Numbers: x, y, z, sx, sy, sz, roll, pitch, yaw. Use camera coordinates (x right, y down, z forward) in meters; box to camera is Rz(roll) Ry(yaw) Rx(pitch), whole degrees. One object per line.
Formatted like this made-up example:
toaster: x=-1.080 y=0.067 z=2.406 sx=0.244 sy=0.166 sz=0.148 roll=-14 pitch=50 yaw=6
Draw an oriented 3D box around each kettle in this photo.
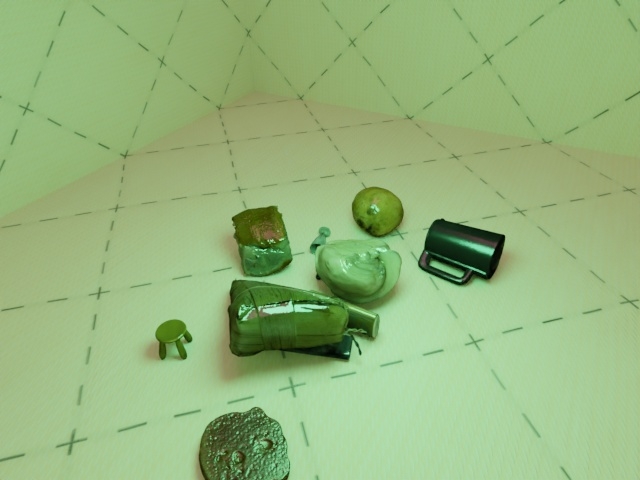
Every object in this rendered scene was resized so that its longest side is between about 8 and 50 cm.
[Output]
kettle: x=0.629 y=0.057 z=1.955 sx=0.307 sy=0.262 sz=0.203 roll=20 pitch=7 yaw=31

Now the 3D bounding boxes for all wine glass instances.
wine glass: x=0.000 y=0.000 z=2.117 sx=0.073 sy=0.073 sz=0.155 roll=7 pitch=35 yaw=11

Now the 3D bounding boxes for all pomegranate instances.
pomegranate: x=0.279 y=-0.148 z=2.164 sx=0.260 sy=0.261 sz=0.260 roll=-1 pitch=37 yaw=1

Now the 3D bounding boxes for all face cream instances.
face cream: x=0.085 y=0.280 z=1.674 sx=0.284 sy=0.139 sz=0.067 roll=18 pitch=51 yaw=21

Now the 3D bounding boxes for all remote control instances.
remote control: x=-0.071 y=0.377 z=1.638 sx=0.377 sy=0.044 sz=0.107 roll=6 pitch=33 yaw=10

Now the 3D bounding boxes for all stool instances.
stool: x=-0.541 y=0.367 z=1.613 sx=0.135 sy=0.111 sz=0.134 roll=-31 pitch=47 yaw=-34

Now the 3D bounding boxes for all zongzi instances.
zongzi: x=-0.098 y=0.225 z=1.657 sx=0.499 sy=0.218 sz=0.467 roll=-2 pitch=25 yaw=-10

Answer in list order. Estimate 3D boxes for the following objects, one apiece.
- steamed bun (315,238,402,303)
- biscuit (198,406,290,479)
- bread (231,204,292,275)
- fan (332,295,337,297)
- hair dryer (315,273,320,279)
steamed bun: x=0.155 y=0.131 z=1.800 sx=0.338 sy=0.248 sz=0.352 roll=-6 pitch=11 yaw=-24
biscuit: x=-0.228 y=0.630 z=1.301 sx=0.257 sy=0.049 sz=0.273 roll=-15 pitch=40 yaw=-21
bread: x=-0.266 y=0.010 z=1.986 sx=0.250 sy=0.225 sz=0.279 roll=-14 pitch=49 yaw=-6
fan: x=0.000 y=0.274 z=1.801 sx=0.226 sy=0.008 sz=0.152 roll=-29 pitch=45 yaw=-30
hair dryer: x=0.023 y=0.158 z=1.945 sx=0.083 sy=0.026 sz=0.047 roll=11 pitch=40 yaw=5
